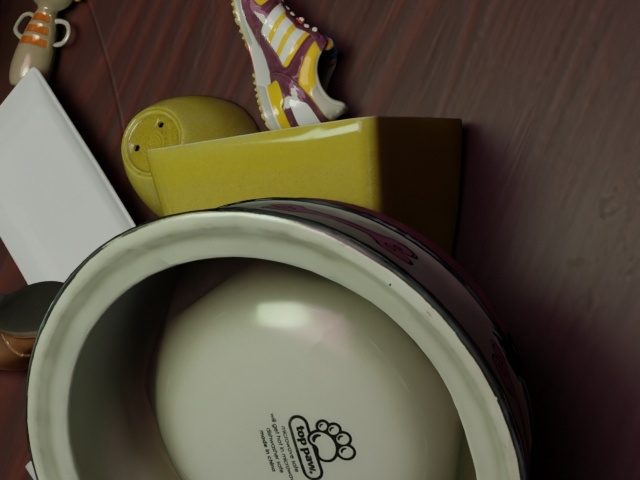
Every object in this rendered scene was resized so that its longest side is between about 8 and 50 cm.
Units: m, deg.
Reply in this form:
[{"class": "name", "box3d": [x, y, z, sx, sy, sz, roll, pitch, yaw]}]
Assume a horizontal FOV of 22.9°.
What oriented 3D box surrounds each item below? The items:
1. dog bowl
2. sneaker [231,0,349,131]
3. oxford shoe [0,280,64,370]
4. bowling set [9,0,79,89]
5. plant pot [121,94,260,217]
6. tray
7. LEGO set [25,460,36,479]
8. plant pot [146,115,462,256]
[{"class": "dog bowl", "box3d": [-0.018, 0.146, 1.232, 0.408, 0.150, 0.408, 8, 112, 21]}, {"class": "sneaker", "box3d": [-0.027, -0.188, 1.488, 0.083, 0.069, 0.186, -18, 77, 13]}, {"class": "oxford shoe", "box3d": [-0.283, 0.090, 1.543, 0.212, 0.076, 0.076, -6, 32, 44]}, {"class": "bowling set", "box3d": [-0.405, -0.265, 1.623, 0.287, 0.200, 0.154, 14, 85, 25]}, {"class": "plant pot", "box3d": [-0.134, -0.083, 1.499, 0.134, 0.095, 0.134, -6, 77, 26]}, {"class": "tray", "box3d": [-0.259, -0.030, 1.581, 0.145, 0.030, 0.270, -45, 63, 22]}, {"class": "LEGO set", "box3d": [-0.163, 0.257, 1.448, 0.227, 0.087, 0.093, 49, 117, 26]}, {"class": "plant pot", "box3d": [0.000, 0.000, 1.362, 0.212, 0.212, 0.187, -6, 91, 26]}]
